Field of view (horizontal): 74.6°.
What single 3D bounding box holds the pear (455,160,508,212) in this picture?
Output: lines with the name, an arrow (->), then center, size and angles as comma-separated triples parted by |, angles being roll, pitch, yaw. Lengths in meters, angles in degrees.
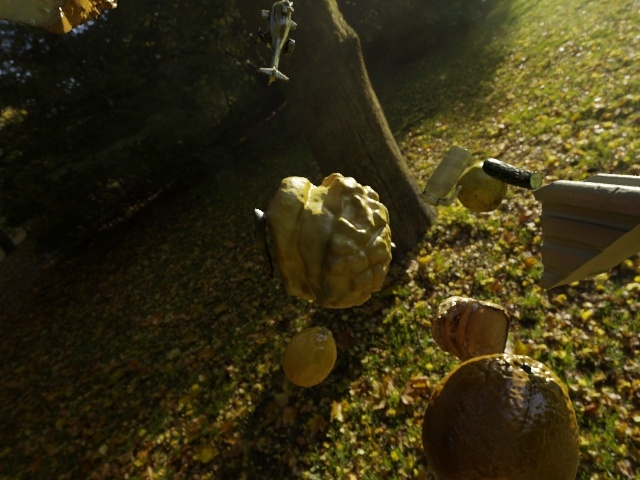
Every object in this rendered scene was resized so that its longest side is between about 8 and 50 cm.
pear -> 0.637, -0.204, 1.645 | 0.197, 0.197, 0.197 | -27, 25, 14

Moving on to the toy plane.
toy plane -> -0.096, -0.449, 0.941 | 0.108, 0.092, 0.286 | 136, 144, -55

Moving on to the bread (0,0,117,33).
bread -> -0.248, -0.241, 0.371 | 0.084, 0.080, 0.109 | 11, 44, 1

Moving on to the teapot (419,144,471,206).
teapot -> 0.419, -0.199, 1.362 | 0.107, 0.077, 0.200 | 34, 88, 26

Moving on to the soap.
soap -> 0.610, 0.003, 0.857 | 0.159, 0.257, 0.302 | -10, 14, -13

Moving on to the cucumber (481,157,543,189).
cucumber -> 0.546, -0.189, 1.202 | 0.058, 0.058, 0.187 | -36, 33, -6

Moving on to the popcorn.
popcorn -> 0.000, 0.000, 1.052 | 0.349, 0.382, 0.348 | -19, 67, 52

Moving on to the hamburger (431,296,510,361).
hamburger -> 0.539, 0.312, 1.489 | 0.261, 0.245, 0.211 | -36, 9, -26

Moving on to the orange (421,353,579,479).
orange -> 0.402, 0.430, 0.944 | 0.322, 0.322, 0.356 | -136, 61, -65

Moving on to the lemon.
lemon -> -0.022, 0.252, 0.923 | 0.155, 0.114, 0.114 | -59, 16, 21
